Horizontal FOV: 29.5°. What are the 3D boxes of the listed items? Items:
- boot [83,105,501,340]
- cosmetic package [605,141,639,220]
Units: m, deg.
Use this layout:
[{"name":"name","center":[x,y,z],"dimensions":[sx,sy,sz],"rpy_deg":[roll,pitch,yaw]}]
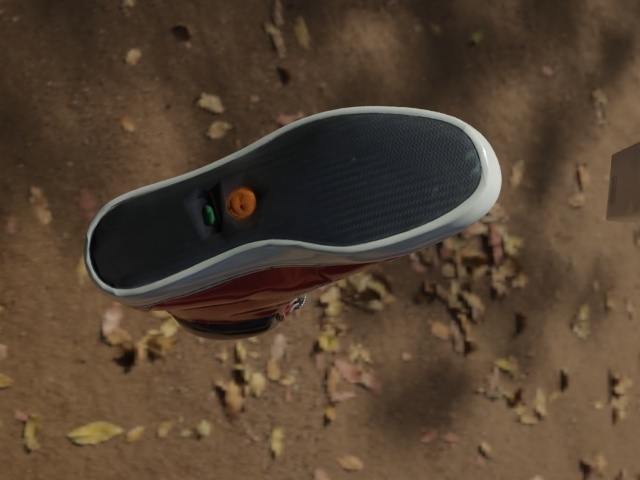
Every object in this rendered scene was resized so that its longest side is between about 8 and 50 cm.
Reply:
[{"name":"boot","center":[0.000,0.000,0.757],"dimensions":[0.176,0.244,0.088],"rpy_deg":[43,34,-66]},{"name":"cosmetic package","center":[0.499,-0.061,1.380],"dimensions":[0.284,0.377,0.097],"rpy_deg":[6,90,4]}]
